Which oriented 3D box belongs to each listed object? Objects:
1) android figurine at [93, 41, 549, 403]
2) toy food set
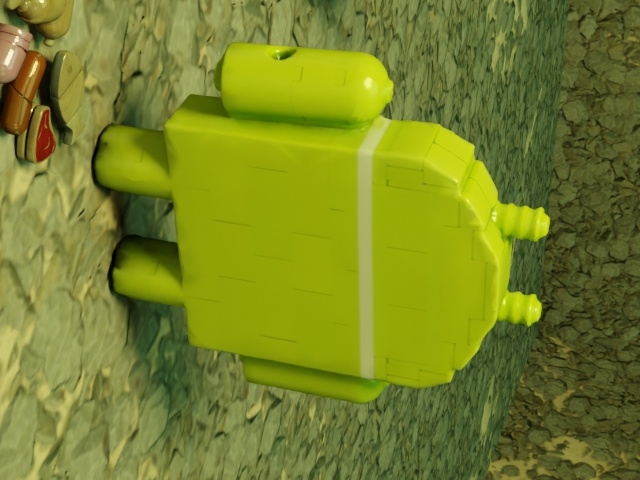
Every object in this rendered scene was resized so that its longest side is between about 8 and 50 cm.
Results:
[{"bbox_3d":[0.000,0.000,0.759,0.056,0.273,0.248,-63,154,-52],"label":"android figurine"},{"bbox_3d":[-0.152,-0.090,0.656,0.078,0.019,0.122,-60,162,-47],"label":"toy food set"}]
